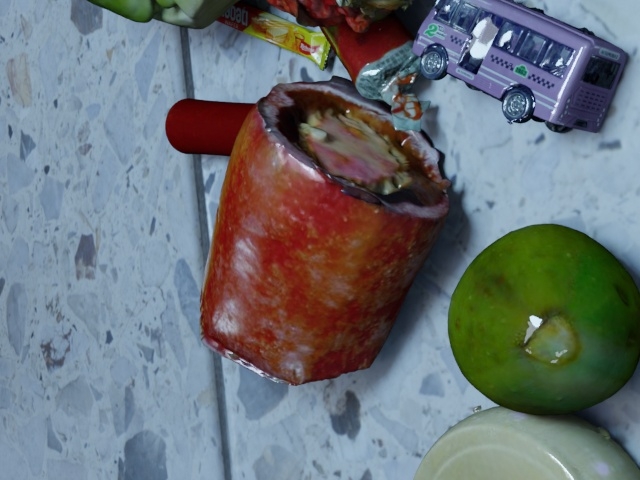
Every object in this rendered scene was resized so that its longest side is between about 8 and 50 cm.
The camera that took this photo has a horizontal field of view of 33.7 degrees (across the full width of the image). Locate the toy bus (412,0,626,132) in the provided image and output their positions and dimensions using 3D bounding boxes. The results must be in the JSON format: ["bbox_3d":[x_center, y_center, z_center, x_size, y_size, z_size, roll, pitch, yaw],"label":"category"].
[{"bbox_3d":[0.191,-0.182,1.040,0.199,0.096,0.108,36,112,38],"label":"toy bus"}]

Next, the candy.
[{"bbox_3d":[0.049,-0.238,1.198,0.086,0.059,0.292,-31,62,2],"label":"candy"}]

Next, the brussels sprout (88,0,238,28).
[{"bbox_3d":[-0.214,-0.419,1.334,0.355,0.281,0.289,47,108,17],"label":"brussels sprout"}]

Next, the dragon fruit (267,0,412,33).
[{"bbox_3d":[0.023,-0.382,1.088,0.277,0.277,0.343,-21,66,45],"label":"dragon fruit"}]

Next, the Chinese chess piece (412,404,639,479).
[{"bbox_3d":[0.204,0.293,1.034,0.273,0.102,0.273,1,91,46],"label":"Chinese chess piece"}]

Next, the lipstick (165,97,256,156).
[{"bbox_3d":[-0.105,-0.143,1.368,0.241,0.080,0.080,10,99,45],"label":"lipstick"}]

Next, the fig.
[{"bbox_3d":[0.206,0.078,0.973,0.181,0.191,0.181,0,90,8],"label":"fig"}]

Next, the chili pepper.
[{"bbox_3d":[0.000,0.000,1.194,0.251,0.229,0.305,26,126,13],"label":"chili pepper"}]

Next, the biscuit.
[{"bbox_3d":[-0.079,-0.282,1.376,0.292,0.026,0.048,30,120,43],"label":"biscuit"}]
